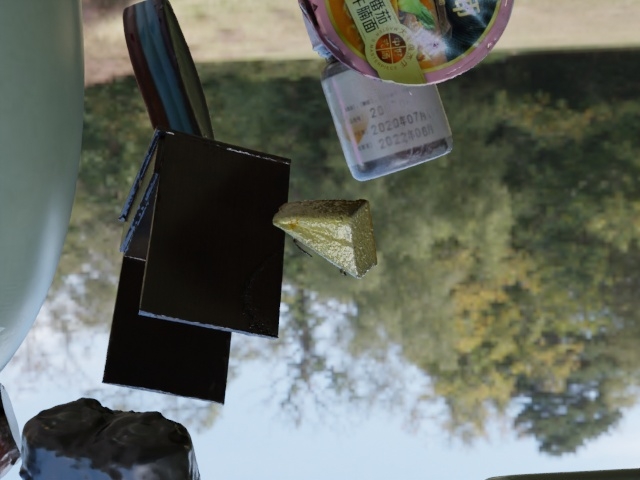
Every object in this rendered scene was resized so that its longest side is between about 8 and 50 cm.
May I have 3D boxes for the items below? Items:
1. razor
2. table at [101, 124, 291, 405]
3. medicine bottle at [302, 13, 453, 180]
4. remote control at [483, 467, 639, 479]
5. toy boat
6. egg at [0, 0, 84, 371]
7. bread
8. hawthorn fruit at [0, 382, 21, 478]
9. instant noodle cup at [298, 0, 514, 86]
[{"bbox_3d":[-0.189,0.316,1.123,0.189,0.326,0.107,4,-152,23],"label":"razor"},{"bbox_3d":[-0.176,0.042,1.556,0.196,0.282,0.250,14,147,-17],"label":"table"},{"bbox_3d":[0.084,-0.238,1.685,0.165,0.273,0.165,-19,-177,1],"label":"medicine bottle"},{"bbox_3d":[0.339,0.304,1.404,0.310,0.038,0.090,3,164,-26],"label":"remote control"},{"bbox_3d":[-0.237,-0.247,1.767,0.079,0.392,0.136,-31,146,16],"label":"toy boat"},{"bbox_3d":[-0.201,-0.106,0.394,0.230,0.370,0.230,-17,-179,0],"label":"egg"},{"bbox_3d":[0.000,0.000,1.268,0.109,0.080,0.084,-1,-165,16],"label":"bread"},{"bbox_3d":[-0.540,0.286,1.583,0.250,0.215,0.215,-38,-155,-28],"label":"hawthorn fruit"},{"bbox_3d":[0.106,-0.291,1.377,0.244,0.243,0.255,-1,-178,4],"label":"instant noodle cup"}]
